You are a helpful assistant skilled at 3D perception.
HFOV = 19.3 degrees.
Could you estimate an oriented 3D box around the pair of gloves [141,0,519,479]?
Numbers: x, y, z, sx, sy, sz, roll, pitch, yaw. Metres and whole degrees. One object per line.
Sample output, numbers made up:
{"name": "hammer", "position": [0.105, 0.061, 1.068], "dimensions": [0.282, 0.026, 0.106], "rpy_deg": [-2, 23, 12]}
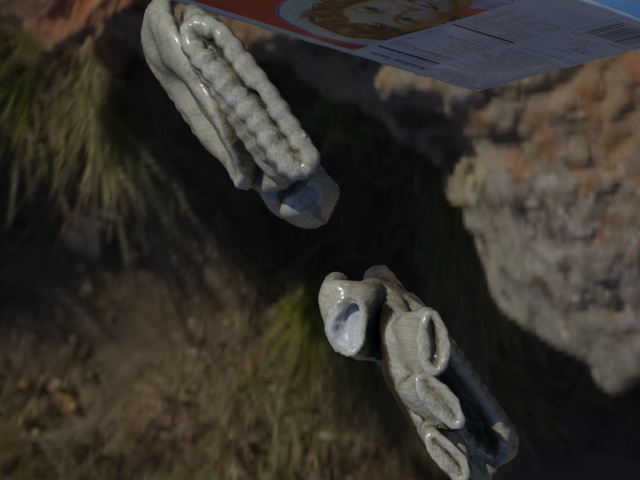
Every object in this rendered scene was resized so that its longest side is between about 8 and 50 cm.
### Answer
{"name": "pair of gloves", "position": [0.000, 0.000, 0.789], "dimensions": [0.042, 0.204, 0.240], "rpy_deg": [-35, 104, 0]}

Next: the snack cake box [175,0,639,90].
{"name": "snack cake box", "position": [0.045, -0.157, 0.960], "dimensions": [0.264, 0.089, 0.152], "rpy_deg": [12, 165, -41]}
